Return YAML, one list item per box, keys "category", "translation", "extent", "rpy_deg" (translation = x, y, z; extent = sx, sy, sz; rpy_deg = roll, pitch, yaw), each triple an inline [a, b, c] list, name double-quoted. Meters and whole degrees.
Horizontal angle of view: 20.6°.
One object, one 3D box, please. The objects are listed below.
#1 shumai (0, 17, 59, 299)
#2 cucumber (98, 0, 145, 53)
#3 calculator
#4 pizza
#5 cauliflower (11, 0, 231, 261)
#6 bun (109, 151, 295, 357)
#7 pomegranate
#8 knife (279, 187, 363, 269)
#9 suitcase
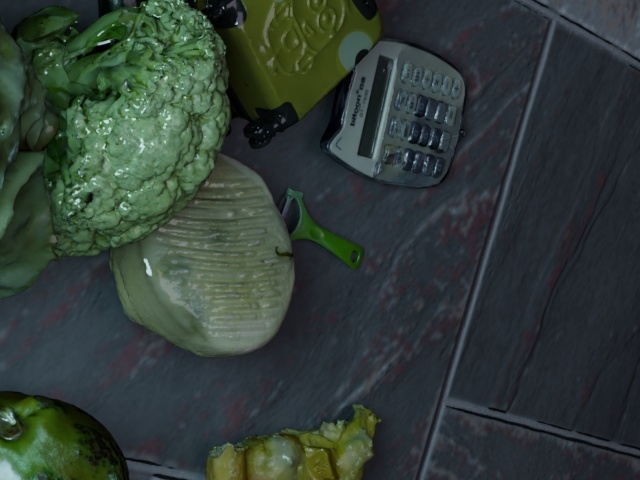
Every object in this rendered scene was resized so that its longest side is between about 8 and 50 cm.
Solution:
- category: "shumai"
  translation: [-0.384, -0.107, 1.533]
  extent: [0.348, 0.395, 0.395]
  rpy_deg: [-10, 109, -67]
- category: "cucumber"
  translation: [-0.207, -0.227, 1.837]
  extent: [0.056, 0.056, 0.284]
  rpy_deg: [-18, 111, -41]
- category: "calculator"
  translation: [0.099, -0.155, 2.171]
  extent: [0.268, 0.040, 0.177]
  rpy_deg: [13, 91, -47]
- category: "pizza"
  translation: [-0.018, 0.292, 2.140]
  extent: [0.288, 0.075, 0.280]
  rpy_deg: [-43, 128, -29]
- category: "cauliflower"
  translation: [-0.219, -0.124, 1.724]
  extent: [0.250, 0.272, 0.275]
  rpy_deg: [43, 66, 2]
- category: "bun"
  translation: [-0.137, 0.017, 1.921]
  extent: [0.210, 0.116, 0.237]
  rpy_deg: [-15, 87, -38]
- category: "pomegranate"
  translation: [-0.302, 0.259, 1.775]
  extent: [0.276, 0.222, 0.204]
  rpy_deg: [66, 39, -73]
- category: "knife"
  translation: [0.002, 0.001, 2.126]
  extent: [0.166, 0.023, 0.078]
  rpy_deg: [30, 84, -44]
- category: "suitcase"
  translation: [-0.060, -0.243, 1.916]
  extent: [0.235, 0.143, 0.194]
  rpy_deg: [-46, 128, -27]
